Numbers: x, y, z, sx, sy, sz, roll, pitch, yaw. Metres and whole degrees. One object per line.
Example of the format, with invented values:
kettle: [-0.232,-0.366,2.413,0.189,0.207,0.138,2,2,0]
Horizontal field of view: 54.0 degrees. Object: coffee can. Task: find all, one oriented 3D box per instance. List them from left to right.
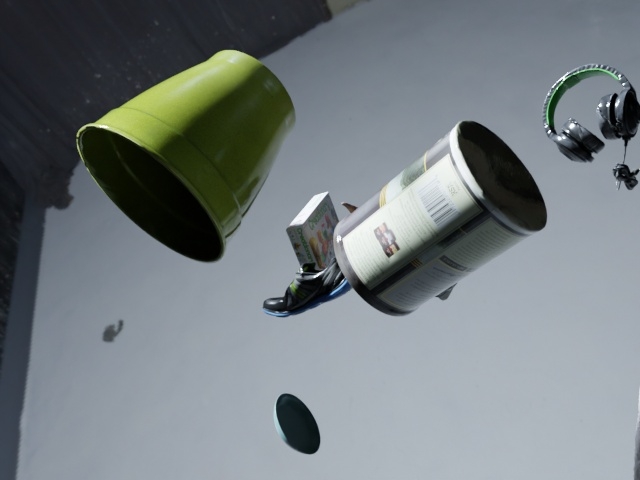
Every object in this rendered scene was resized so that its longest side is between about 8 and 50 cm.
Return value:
coffee can: [0.184,-0.028,1.002,0.275,0.202,0.201,-39,38,37]

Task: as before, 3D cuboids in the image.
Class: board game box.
board game box: [0.000,0.000,1.732,0.053,0.192,0.305,-16,16,19]

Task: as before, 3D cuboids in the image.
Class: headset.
headset: [0.740,-0.306,1.685,0.243,0.185,0.394,-35,58,32]

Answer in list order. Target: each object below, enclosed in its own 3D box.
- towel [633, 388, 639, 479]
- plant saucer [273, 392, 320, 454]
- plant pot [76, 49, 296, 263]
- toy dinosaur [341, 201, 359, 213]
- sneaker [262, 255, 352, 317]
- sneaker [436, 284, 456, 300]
towel: [0.524,0.334,0.960,0.049,0.187,0.282,8,75,11]
plant saucer: [-0.047,0.333,1.130,0.021,0.119,0.119,-38,44,20]
plant pot: [-0.240,-0.202,1.320,0.367,0.366,0.353,17,56,36]
toy dinosaur: [0.192,-0.013,1.507,0.200,0.127,0.295,-45,69,9]
sneaker: [-0.023,0.080,1.083,0.188,0.067,0.078,-27,85,30]
sneaker: [0.268,0.057,1.309,0.099,0.121,0.262,-22,-3,-45]
